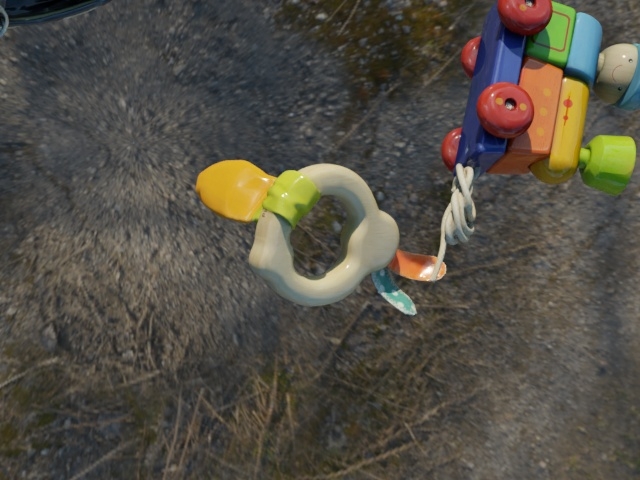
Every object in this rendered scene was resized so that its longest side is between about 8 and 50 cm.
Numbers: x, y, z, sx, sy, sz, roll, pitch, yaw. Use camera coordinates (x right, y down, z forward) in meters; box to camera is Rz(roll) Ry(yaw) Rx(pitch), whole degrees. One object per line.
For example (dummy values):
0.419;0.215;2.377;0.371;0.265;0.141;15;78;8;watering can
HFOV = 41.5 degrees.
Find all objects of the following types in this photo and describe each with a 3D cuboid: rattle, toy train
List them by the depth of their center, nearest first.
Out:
0.173;-0.065;0.647;0.143;0.105;0.248;16;73;-5;toy train
0.000;0.000;0.783;0.200;0.143;0.130;12;78;-42;rattle

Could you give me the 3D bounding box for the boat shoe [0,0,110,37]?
-0.278;-0.213;0.701;0.254;0.079;0.095;-20;129;-49;boat shoe
